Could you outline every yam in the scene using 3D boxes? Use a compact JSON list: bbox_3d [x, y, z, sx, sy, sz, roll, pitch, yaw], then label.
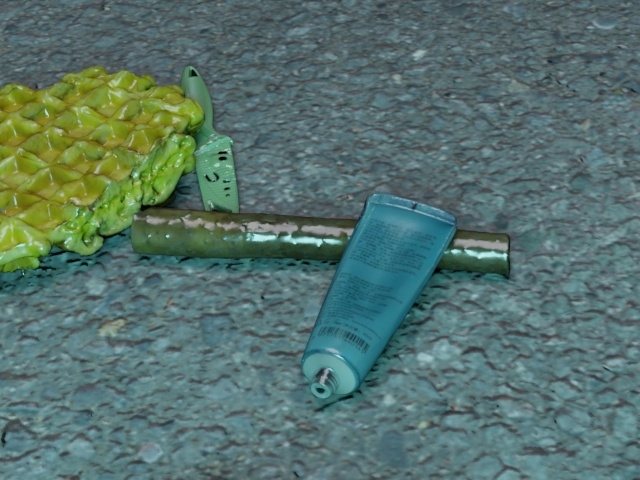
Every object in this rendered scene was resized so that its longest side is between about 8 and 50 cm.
[{"bbox_3d":[0.000,0.000,1.423,0.326,0.045,0.045,4,66,9],"label":"yam"}]

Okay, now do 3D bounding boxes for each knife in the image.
[{"bbox_3d":[-0.105,-0.094,1.583,0.043,0.020,0.293,-10,37,-4],"label":"knife"}]

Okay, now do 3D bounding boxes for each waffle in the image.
[{"bbox_3d":[-0.251,-0.072,1.527,0.311,0.060,0.307,-17,36,-12],"label":"waffle"}]

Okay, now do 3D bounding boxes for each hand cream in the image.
[{"bbox_3d":[0.039,0.042,1.335,0.083,0.048,0.224,16,46,15],"label":"hand cream"}]
